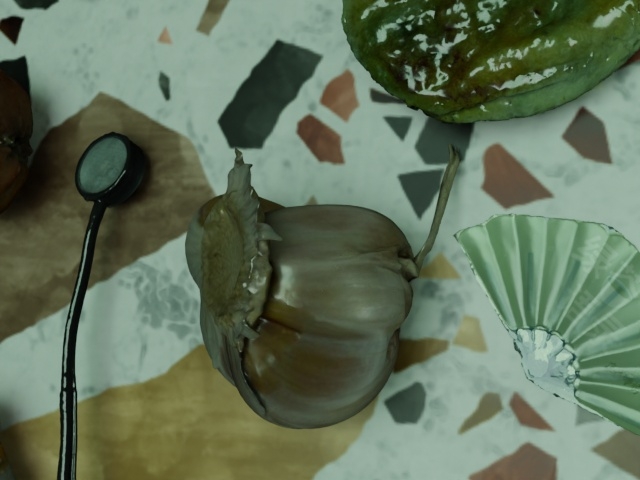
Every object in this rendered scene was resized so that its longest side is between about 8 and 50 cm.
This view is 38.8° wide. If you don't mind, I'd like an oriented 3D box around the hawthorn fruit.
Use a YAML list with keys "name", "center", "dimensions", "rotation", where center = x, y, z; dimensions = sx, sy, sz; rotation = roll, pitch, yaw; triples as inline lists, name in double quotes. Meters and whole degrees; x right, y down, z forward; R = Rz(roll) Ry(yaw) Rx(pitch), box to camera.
- name: "hawthorn fruit"
  center: [-0.346, -0.101, 0.827]
  dimensions: [0.189, 0.149, 0.149]
  rotation: [27, 94, 14]

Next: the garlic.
- name: "garlic"
  center: [0.000, 0.000, 0.675]
  dimensions: [0.207, 0.207, 0.256]
  rotation: [42, 92, 18]

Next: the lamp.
- name: "lamp"
  center: [-0.199, 0.096, 0.816]
  dimensions: [0.130, 0.108, 0.371]
  rotation: [-11, 67, 30]

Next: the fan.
- name: "fan"
  center: [0.203, 0.059, 0.695]
  dimensions: [0.240, 0.009, 0.131]
  rotation: [45, 98, 18]

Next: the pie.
- name: "pie"
  center: [0.137, -0.226, 0.706]
  dimensions: [0.277, 0.078, 0.277]
  rotation: [-2, 84, 17]

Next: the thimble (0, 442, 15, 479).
- name: "thimble"
  center: [-0.354, 0.214, 0.800]
  dimensions: [0.151, 0.127, 0.117]
  rotation: [-24, 84, -15]
